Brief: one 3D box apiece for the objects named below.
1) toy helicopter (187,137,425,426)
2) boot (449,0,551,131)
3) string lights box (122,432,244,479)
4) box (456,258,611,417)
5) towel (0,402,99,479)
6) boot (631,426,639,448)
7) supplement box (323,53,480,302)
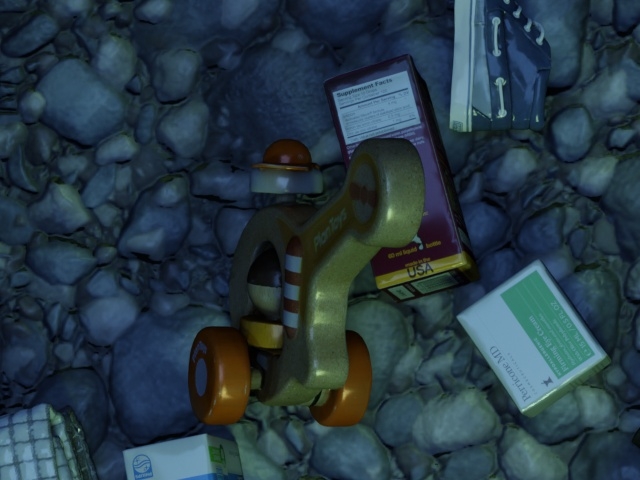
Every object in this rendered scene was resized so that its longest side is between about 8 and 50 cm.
[{"bbox_3d":[0.000,0.000,1.577,0.140,0.355,0.235,3,66,-21],"label":"toy helicopter"},{"bbox_3d":[0.159,-0.187,1.705,0.086,0.069,0.190,3,90,4],"label":"boot"},{"bbox_3d":[-0.094,0.299,1.635,0.076,0.133,0.260,-13,80,7],"label":"string lights box"},{"bbox_3d":[0.179,0.083,1.635,0.087,0.102,0.101,-35,78,5],"label":"box"},{"bbox_3d":[-0.289,0.305,1.681,0.235,0.121,0.284,-16,77,6],"label":"towel"},{"bbox_3d":[0.370,0.127,1.616,0.137,0.077,0.198,37,102,9],"label":"boot"},{"bbox_3d":[0.070,-0.051,1.675,0.081,0.104,0.188,-16,78,8],"label":"supplement box"}]
